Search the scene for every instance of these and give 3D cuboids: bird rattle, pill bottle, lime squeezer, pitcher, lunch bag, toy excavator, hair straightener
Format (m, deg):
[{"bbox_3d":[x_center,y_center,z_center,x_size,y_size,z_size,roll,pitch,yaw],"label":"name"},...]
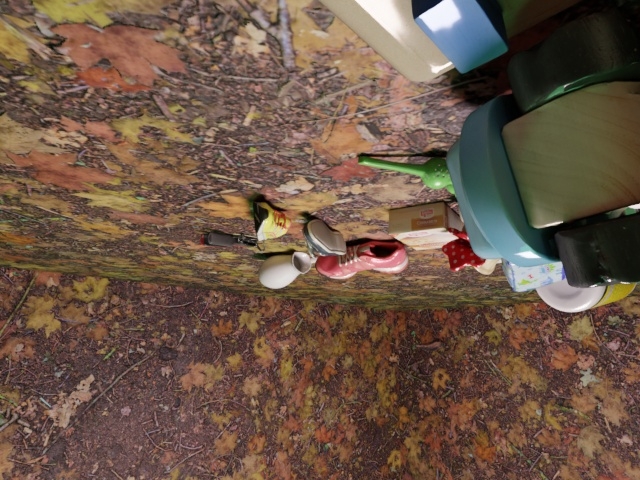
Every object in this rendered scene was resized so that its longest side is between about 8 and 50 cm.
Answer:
[{"bbox_3d":[0.410,-0.010,0.967,0.253,0.143,0.207,-18,-166,17],"label":"bird rattle"},{"bbox_3d":[0.806,0.100,1.238,0.333,0.188,0.188,-3,170,-33],"label":"pill bottle"},{"bbox_3d":[0.226,-0.112,0.794,0.310,0.059,0.110,10,163,-32],"label":"lime squeezer"},{"bbox_3d":[-0.121,0.106,1.593,0.207,0.126,0.177,-23,169,35],"label":"pitcher"},{"bbox_3d":[0.563,0.040,1.071,0.176,0.090,0.219,-21,140,13],"label":"lunch bag"},{"bbox_3d":[0.290,-0.075,0.591,0.432,0.223,0.445,-13,176,-31],"label":"toy excavator"},{"bbox_3d":[-0.263,0.008,1.335,0.089,0.047,0.230,-12,161,43],"label":"hair straightener"}]

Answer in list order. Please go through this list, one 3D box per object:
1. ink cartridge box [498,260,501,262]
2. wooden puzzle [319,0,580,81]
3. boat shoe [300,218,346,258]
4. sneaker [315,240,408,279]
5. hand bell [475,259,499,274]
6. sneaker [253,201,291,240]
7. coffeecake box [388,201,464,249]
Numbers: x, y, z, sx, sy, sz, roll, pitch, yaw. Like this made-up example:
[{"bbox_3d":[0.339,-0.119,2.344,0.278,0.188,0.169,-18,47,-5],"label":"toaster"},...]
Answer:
[{"bbox_3d":[0.603,0.044,1.360,0.275,0.060,0.238,-11,160,41],"label":"ink cartridge box"},{"bbox_3d":[0.120,-0.234,0.278,0.347,0.081,0.322,-11,161,42],"label":"wooden puzzle"},{"bbox_3d":[0.000,0.000,1.195,0.079,0.095,0.254,-16,169,19],"label":"boat shoe"},{"bbox_3d":[0.130,0.045,1.371,0.313,0.116,0.136,-8,154,8],"label":"sneaker"},{"bbox_3d":[0.532,-0.007,1.139,0.126,0.126,0.242,10,150,-31],"label":"hand bell"},{"bbox_3d":[-0.120,-0.051,1.052,0.094,0.082,0.208,-4,173,-6],"label":"sneaker"},{"bbox_3d":[0.279,-0.032,1.076,0.142,0.068,0.185,-7,163,34],"label":"coffeecake box"}]
